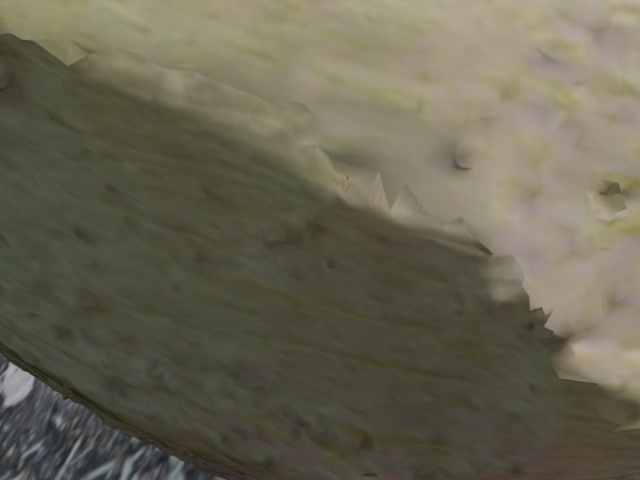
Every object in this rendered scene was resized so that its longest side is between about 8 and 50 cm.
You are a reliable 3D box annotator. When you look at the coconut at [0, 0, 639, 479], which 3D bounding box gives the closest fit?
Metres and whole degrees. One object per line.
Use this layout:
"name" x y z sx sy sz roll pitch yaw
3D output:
"coconut" 0.030 -0.068 0.464 0.297 0.255 0.297 -157 90 -87
